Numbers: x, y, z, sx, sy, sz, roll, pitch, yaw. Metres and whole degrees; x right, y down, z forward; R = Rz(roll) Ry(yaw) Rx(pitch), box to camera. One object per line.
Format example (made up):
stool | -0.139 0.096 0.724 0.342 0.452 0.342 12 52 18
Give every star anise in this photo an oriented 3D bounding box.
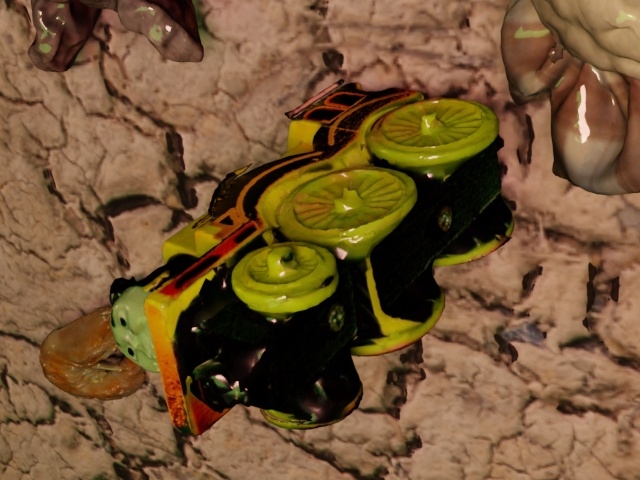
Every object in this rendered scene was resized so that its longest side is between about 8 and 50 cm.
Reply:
star anise | -0.173 -0.218 0.694 0.283 0.129 0.212 -4 133 37

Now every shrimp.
shrimp | -0.196 0.100 0.953 0.101 0.042 0.190 35 133 -20

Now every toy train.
toy train | 0.000 0.000 0.610 0.160 0.296 0.100 13 126 33

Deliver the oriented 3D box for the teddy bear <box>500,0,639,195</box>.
teddy bear | 0.124 -0.217 0.393 0.362 0.375 0.327 -43 50 24
